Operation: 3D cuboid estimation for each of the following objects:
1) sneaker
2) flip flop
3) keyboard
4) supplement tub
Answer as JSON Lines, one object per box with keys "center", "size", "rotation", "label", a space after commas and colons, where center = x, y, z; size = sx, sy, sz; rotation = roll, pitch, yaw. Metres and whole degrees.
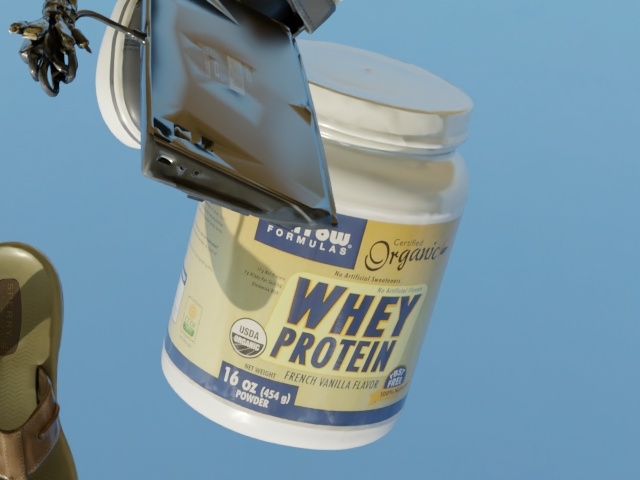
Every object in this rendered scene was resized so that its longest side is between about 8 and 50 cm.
{"center": [-0.057, -0.209, 1.342], "size": [0.127, 0.126, 0.321], "rotation": [5, -124, 42], "label": "sneaker"}
{"center": [-0.245, 0.130, 1.308], "size": [0.112, 0.080, 0.277], "rotation": [0, -105, -4], "label": "flip flop"}
{"center": [-0.092, -0.106, 1.009], "size": [0.201, 0.033, 0.317], "rotation": [25, -159, -17], "label": "keyboard"}
{"center": [0.000, 0.000, 1.473], "size": [0.228, 0.316, 0.228], "rotation": [13, -161, -5], "label": "supplement tub"}
